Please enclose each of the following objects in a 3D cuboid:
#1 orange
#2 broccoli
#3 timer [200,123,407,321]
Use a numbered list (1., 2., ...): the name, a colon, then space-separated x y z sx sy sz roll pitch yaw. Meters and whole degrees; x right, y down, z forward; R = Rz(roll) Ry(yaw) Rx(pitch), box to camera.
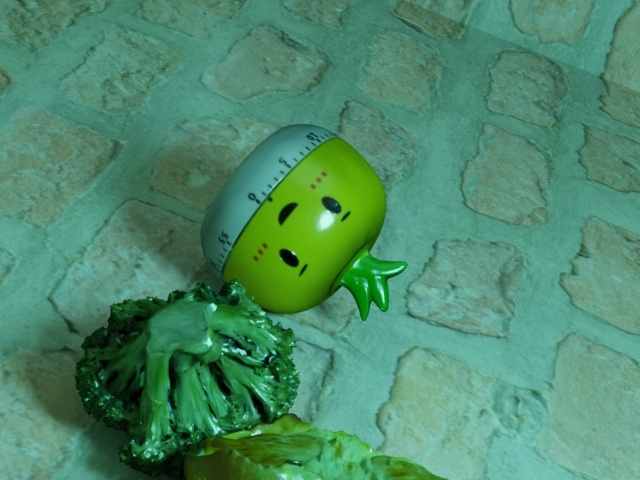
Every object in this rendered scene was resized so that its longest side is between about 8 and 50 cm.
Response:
1. orange: 0.007 0.300 1.830 0.334 0.196 0.262 22 -9 -7
2. broccoli: -0.157 0.153 1.997 0.269 0.241 0.261 -15 57 -3
3. timer: 0.000 0.000 2.317 0.285 0.285 0.285 15 29 -9
